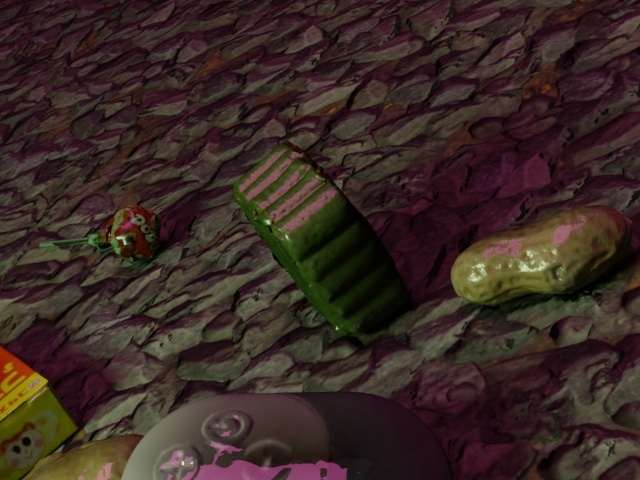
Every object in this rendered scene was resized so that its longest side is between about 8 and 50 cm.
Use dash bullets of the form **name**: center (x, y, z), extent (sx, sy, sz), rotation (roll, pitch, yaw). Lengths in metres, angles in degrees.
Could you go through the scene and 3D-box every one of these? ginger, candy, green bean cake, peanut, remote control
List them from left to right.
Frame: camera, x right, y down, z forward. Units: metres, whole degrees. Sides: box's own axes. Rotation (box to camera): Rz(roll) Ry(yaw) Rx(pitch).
- **candy**: center (-0.443, 0.217, 1.778), extent (0.146, 0.088, 0.276), rotation (-40, 32, -22)
- **candy**: center (-0.345, 0.001, 2.064), extent (0.288, 0.078, 0.084), rotation (-7, 47, 45)
- **ginger**: center (-0.245, 0.284, 1.471), extent (0.267, 0.138, 0.152), rotation (-12, 28, 34)
- **remote control**: center (-0.037, 0.245, 1.337), extent (0.332, 0.103, 0.221), rotation (-1, 50, 7)
- **green bean cake**: center (0.000, 0.000, 1.636), extent (0.113, 0.214, 0.200), rotation (-37, 31, -4)
- **peanut**: center (0.245, 0.017, 1.530), extent (0.214, 0.099, 0.099), rotation (-11, 34, 23)
